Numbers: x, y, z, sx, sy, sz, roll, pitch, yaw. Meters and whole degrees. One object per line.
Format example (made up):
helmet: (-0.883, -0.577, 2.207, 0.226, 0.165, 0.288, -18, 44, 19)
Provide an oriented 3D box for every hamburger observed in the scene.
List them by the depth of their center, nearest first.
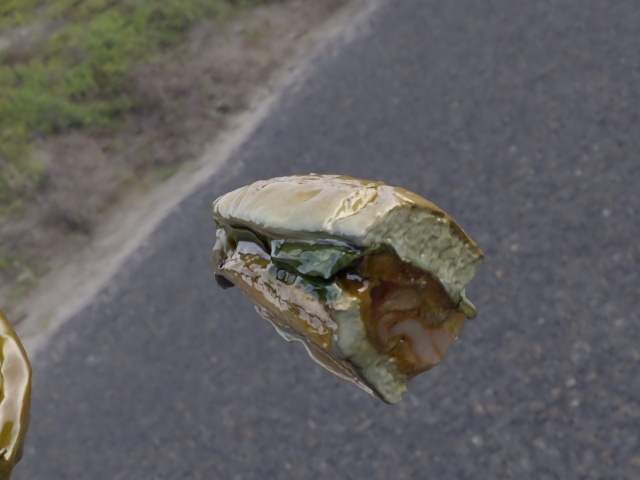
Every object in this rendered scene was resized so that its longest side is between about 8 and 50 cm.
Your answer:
hamburger: (0.000, 0.000, 1.098, 0.135, 0.155, 0.207, -48, 43, -12)

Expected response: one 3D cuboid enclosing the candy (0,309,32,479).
candy: (-0.301, 0.085, 0.947, 0.118, 0.260, 0.260, -50, 10, 30)
